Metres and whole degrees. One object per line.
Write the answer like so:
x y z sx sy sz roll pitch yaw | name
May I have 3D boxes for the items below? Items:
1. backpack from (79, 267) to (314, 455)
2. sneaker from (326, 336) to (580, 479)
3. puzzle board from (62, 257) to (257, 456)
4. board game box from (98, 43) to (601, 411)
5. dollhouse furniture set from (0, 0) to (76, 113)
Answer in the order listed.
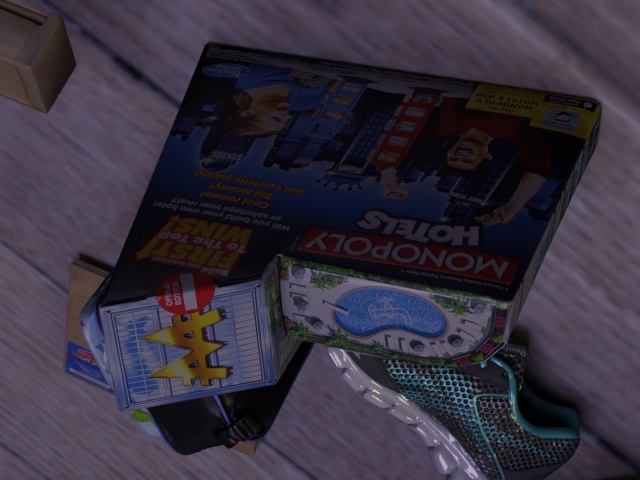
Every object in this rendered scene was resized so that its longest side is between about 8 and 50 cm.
-0.058 0.037 0.742 0.084 0.114 0.105 -13 117 35 | backpack
0.067 0.063 0.748 0.076 0.065 0.166 -36 109 25 | sneaker
-0.088 0.067 0.855 0.128 0.011 0.096 23 135 10 | puzzle board
0.000 0.000 0.625 0.194 0.194 0.060 11 131 20 | board game box
-0.183 -0.115 0.722 0.182 0.101 0.161 22 158 9 | dollhouse furniture set
